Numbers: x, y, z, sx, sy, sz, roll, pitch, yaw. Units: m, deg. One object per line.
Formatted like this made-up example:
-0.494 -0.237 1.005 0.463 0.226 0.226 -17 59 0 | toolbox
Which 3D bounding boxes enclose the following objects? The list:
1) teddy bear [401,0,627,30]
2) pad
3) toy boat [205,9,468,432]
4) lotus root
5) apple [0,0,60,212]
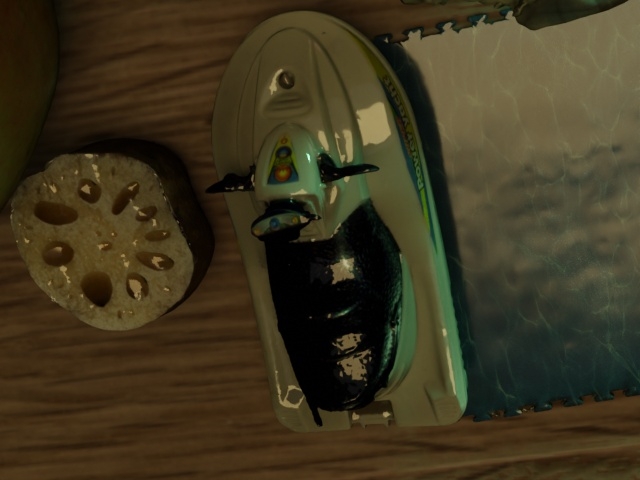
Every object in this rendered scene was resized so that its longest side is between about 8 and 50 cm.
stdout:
-0.011 -0.285 1.037 0.362 0.375 0.327 6 112 -38 | teddy bear
0.180 -0.025 1.134 0.269 0.012 0.270 -12 105 11 | pad
0.003 0.002 1.104 0.140 0.141 0.269 -11 118 11 | toy boat
-0.131 -0.007 1.144 0.112 0.081 0.122 -21 103 15 | lotus root
-0.322 -0.103 1.039 0.319 0.277 0.319 2 105 8 | apple
